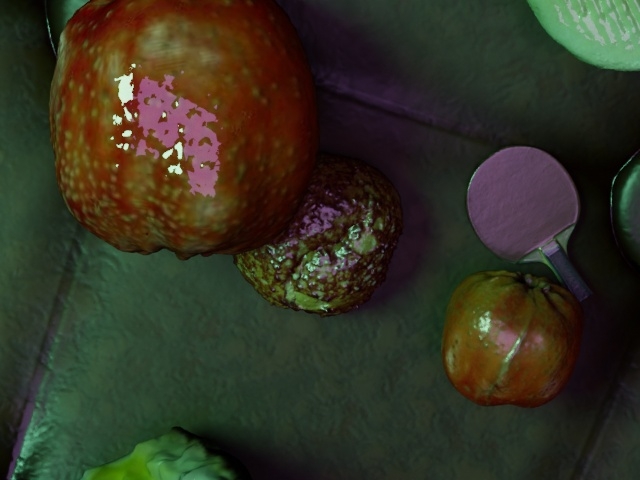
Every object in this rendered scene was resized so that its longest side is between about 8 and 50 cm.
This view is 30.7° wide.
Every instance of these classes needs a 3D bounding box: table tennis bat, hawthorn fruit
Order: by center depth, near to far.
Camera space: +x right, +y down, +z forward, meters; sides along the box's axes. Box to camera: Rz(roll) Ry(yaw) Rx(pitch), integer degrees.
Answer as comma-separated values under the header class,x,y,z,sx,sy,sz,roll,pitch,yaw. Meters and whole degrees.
class,x,y,z,sx,sy,sz,roll,pitch,yaw
hawthorn fruit,-0.099,-0.114,0.854,0.205,0.205,0.253,2,101,-7
hawthorn fruit,0.162,0.084,0.986,0.128,0.128,0.128,-2,107,-6
table tennis bat,0.188,-0.011,1.011,0.095,0.014,0.158,-35,105,3

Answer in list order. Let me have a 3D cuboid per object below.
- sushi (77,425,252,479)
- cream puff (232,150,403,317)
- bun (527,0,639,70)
class,x,y,z,sx,sy,sz,roll,pitch,yaw
sushi,-0.137,0.355,0.946,0.299,0.281,0.294,-28,113,-5
cream puff,0.000,0.000,0.957,0.149,0.084,0.149,-1,108,-4
bun,0.240,-0.246,0.900,0.221,0.108,0.221,0,112,1
